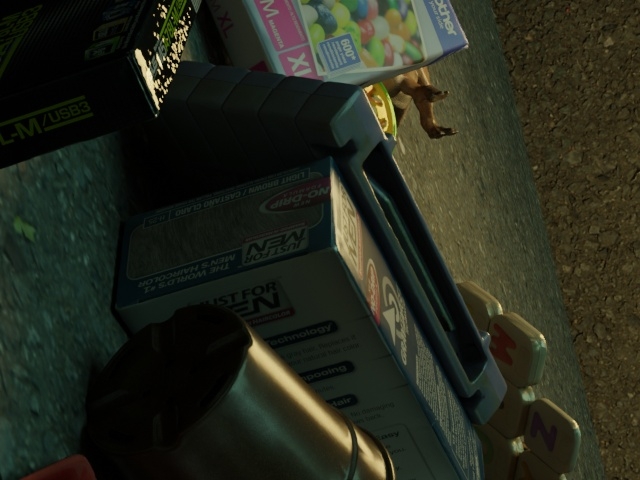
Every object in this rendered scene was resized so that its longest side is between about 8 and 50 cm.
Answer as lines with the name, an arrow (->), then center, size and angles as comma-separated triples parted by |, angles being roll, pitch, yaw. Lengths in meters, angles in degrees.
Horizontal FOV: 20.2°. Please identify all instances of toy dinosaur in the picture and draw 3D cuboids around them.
toy dinosaur -> 0.077, -0.220, 2.202 | 0.295, 0.127, 0.200 | 45, 24, -73

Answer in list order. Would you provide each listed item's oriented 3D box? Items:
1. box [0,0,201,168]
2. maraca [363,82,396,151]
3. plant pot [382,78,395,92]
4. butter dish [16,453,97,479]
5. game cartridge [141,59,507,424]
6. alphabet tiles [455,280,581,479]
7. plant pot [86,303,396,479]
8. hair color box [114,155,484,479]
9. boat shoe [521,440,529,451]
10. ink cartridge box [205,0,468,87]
box -> -0.164, -0.098, 1.002 | 0.191, 0.184, 0.045 | -79, 151, -60
maraca -> 0.017, -0.098, 1.824 | 0.099, 0.127, 0.186 | 109, -29, -84
plant pot -> 0.030, -0.275, 1.934 | 0.237, 0.109, 0.237 | 53, 3, -5
butter dish -> -0.103, 0.198, 1.025 | 0.160, 0.118, 0.160 | -13, 87, -76
game cartridge -> 0.000, 0.000, 1.462 | 0.068, 0.230, 0.355 | -50, 134, -24
alphabet tiles -> 0.151, 0.191, 1.774 | 0.278, 0.021, 0.284 | 40, -51, 48
plant pot -> -0.062, 0.141, 1.197 | 0.165, 0.167, 0.167 | 52, 24, -34
hair color box -> -0.004, 0.109, 1.387 | 0.105, 0.173, 0.347 | -91, 159, -47
boat shoe -> 0.205, 0.286, 2.096 | 0.324, 0.116, 0.123 | -12, 85, -76
ink cartridge box -> 0.027, -0.245, 1.778 | 0.311, 0.065, 0.186 | -22, 88, -42
